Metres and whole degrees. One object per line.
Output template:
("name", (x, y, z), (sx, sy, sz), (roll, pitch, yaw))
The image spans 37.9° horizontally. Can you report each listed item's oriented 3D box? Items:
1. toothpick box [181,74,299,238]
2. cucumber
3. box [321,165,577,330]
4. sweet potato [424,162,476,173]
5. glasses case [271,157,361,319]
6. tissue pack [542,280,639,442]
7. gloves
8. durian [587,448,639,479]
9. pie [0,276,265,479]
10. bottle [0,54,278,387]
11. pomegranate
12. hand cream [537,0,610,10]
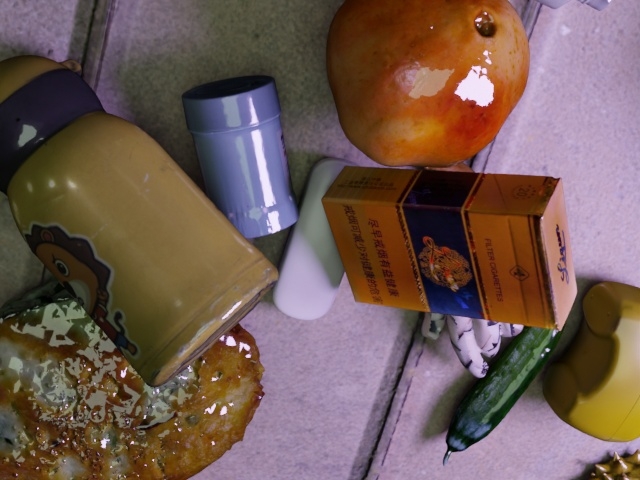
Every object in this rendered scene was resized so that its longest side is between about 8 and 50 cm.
("toothpick box", (-0.084, -0.090, 0.994), (0.101, 0.101, 0.153), (-10, 111, -2))
("cucumber", (0.222, 0.177, 1.143), (0.056, 0.056, 0.250), (33, 102, -15))
("box", (0.133, 0.006, 0.959), (0.237, 0.070, 0.152), (4, 132, 29))
("sweet potato", (0.156, -0.072, 1.061), (0.095, 0.034, 0.034), (26, 105, -25))
("glasses case", (0.000, 0.000, 1.060), (0.074, 0.049, 0.194), (15, 106, -11))
("tissue pack", (0.359, 0.147, 1.108), (0.127, 0.123, 0.178), (20, 105, -8))
("gloves", (0.186, 0.067, 1.076), (0.127, 0.111, 0.212), (-5, 103, -6))
("durian", (0.456, 0.384, 1.213), (0.260, 0.153, 0.187), (34, 78, -23))
("pie", (-0.241, 0.178, 1.070), (0.354, 0.103, 0.289), (-19, 110, -7))
("bottle", (-0.219, -0.033, 0.935), (0.171, 0.171, 0.351), (-45, 85, 10))
("pomegranate", (0.102, -0.174, 0.931), (0.209, 0.209, 0.209), (-2, 109, -5))
("hand cream", (0.161, -0.341, 0.959), (0.340, 0.078, 0.124), (32, 104, -7))
